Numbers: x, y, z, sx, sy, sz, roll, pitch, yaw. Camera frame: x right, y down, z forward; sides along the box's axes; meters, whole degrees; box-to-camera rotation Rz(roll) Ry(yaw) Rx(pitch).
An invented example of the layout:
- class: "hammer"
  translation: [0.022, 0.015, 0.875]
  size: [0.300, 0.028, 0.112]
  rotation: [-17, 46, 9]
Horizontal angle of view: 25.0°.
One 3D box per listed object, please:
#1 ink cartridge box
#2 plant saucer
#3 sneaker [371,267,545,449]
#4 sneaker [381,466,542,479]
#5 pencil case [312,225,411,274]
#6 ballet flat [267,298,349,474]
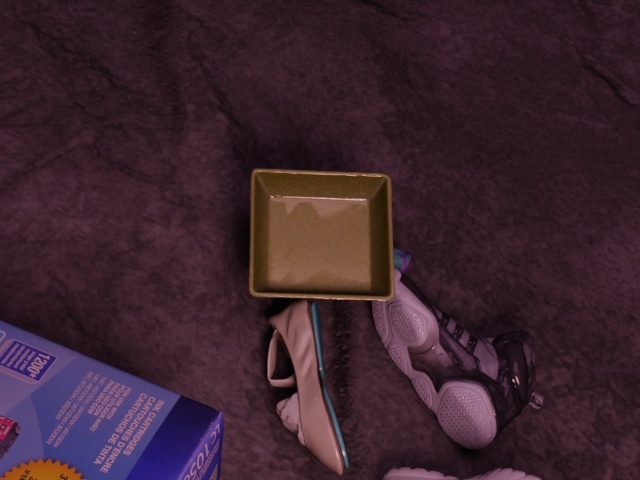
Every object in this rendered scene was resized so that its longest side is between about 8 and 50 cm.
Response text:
- class: "ink cartridge box"
  translation: [-0.282, 0.270, 1.564]
  size: [0.395, 0.151, 0.270]
  rotation: [21, 50, 12]
- class: "plant saucer"
  translation: [0.000, 0.000, 1.900]
  size: [0.188, 0.045, 0.188]
  rotation: [2, 63, -4]
- class: "sneaker"
  translation: [0.185, 0.137, 1.908]
  size: [0.153, 0.101, 0.268]
  rotation: [-22, 70, -32]
- class: "sneaker"
  translation: [0.182, 0.339, 1.685]
  size: [0.105, 0.281, 0.115]
  rotation: [49, 50, -33]
- class: "pencil case"
  translation: [0.044, 0.018, 1.968]
  size: [0.152, 0.064, 0.070]
  rotation: [22, 12, -3]
- class: "ballet flat"
  translation: [-0.023, 0.188, 1.819]
  size: [0.086, 0.086, 0.248]
  rotation: [2, 53, -18]
